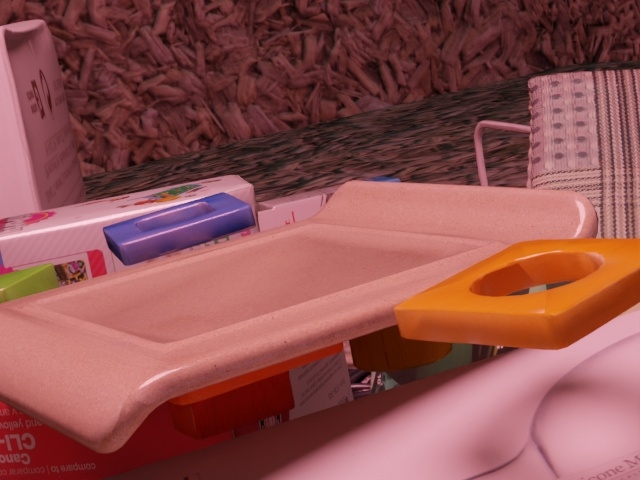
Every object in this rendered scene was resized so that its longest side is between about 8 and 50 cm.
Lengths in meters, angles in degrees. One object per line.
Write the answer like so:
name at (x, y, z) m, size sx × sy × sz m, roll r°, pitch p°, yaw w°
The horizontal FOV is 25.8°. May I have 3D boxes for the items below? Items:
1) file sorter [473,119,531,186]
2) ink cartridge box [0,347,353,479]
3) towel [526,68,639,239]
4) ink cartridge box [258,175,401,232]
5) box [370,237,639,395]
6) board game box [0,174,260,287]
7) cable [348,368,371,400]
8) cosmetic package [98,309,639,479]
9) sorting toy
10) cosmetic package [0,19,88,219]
file sorter at (0.300, -0.042, 1.230) m, size 0.278 × 0.173 × 0.193 m, roll -12°, pitch 11°, yaw -14°
ink cartridge box at (-0.054, 0.130, 0.625) m, size 0.127 × 0.176 × 0.128 m, roll -8°, pitch 10°, yaw 22°
towel at (0.298, -0.011, 0.990) m, size 0.312 × 0.056 × 0.324 m, roll -2°, pitch 45°, yaw 11°
ink cartridge box at (0.000, 0.000, 1.470) m, size 0.180 × 0.104 × 0.060 m, roll -12°, pitch 11°, yaw -15°
box at (0.191, 0.057, 0.684) m, size 0.232 × 0.058 × 0.322 m, roll 7°, pitch -15°, yaw -19°
board game box at (-0.167, 0.102, 0.753) m, size 0.303 × 0.224 × 0.097 m, roll -11°, pitch 7°, yaw -8°
cable at (0.058, 0.104, 1.013) m, size 0.184 × 0.047 × 0.150 m, roll -1°, pitch 13°, yaw 42°
cosmetic package at (0.115, 0.145, 0.323) m, size 0.284 × 0.097 × 0.377 m, roll -18°, pitch 26°, yaw -8°
sorting toy at (-0.021, 0.030, 0.515) m, size 0.196 × 0.047 × 0.348 m, roll -21°, pitch 13°, yaw -27°
cosmetic package at (-0.361, 0.042, 0.974) m, size 0.394 × 0.327 × 0.329 m, roll -12°, pitch 11°, yaw -5°
